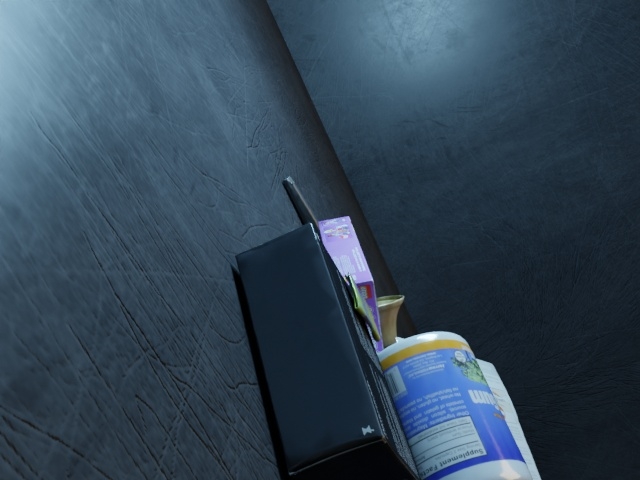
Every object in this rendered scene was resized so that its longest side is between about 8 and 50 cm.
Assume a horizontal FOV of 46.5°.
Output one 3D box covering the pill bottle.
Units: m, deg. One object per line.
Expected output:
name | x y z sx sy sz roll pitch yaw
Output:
pill bottle | 0.157 0.258 0.882 0.152 0.152 0.272 56 11 -52

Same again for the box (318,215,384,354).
box | 0.048 0.102 1.124 0.293 0.057 0.201 -103 -178 -71

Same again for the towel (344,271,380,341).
towel | 0.051 0.082 0.900 0.083 0.009 0.060 59 10 -48

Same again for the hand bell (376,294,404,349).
hand bell | 0.119 0.232 1.376 0.126 0.126 0.242 -19 97 -82

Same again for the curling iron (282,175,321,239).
curling iron | 0.000 0.000 1.428 0.068 0.035 0.274 -72 138 -79

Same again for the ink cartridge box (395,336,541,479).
ink cartridge box | 0.260 0.381 1.331 0.308 0.091 0.385 20 41 -39

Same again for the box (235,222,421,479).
box | 0.008 0.142 0.815 0.184 0.103 0.261 63 7 -53
